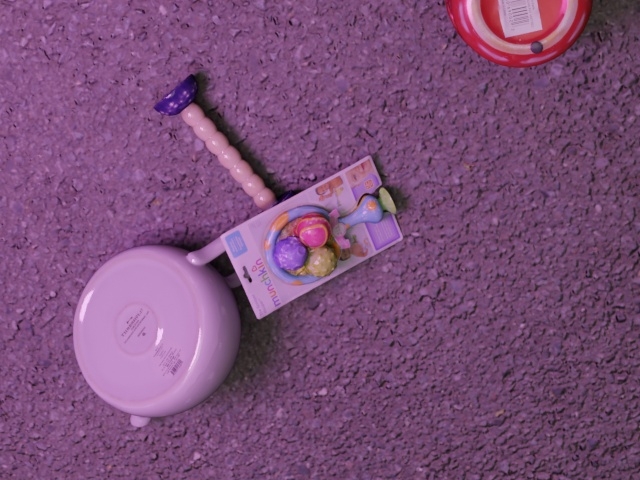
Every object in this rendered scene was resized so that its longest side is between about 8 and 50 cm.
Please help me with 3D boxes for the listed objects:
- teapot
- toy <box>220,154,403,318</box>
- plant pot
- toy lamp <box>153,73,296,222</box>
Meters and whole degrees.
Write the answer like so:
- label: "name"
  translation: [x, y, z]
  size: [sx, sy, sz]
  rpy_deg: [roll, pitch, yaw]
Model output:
- label: "teapot"
  translation: [-0.202, 0.123, 1.770]
  size: [0.256, 0.187, 0.252]
  rpy_deg: [-11, 79, 26]
- label: "toy"
  translation: [0.000, 0.000, 1.715]
  size: [0.237, 0.056, 0.136]
  rpy_deg: [-30, 114, -16]
- label: "plant pot"
  translation: [0.251, -0.310, 1.585]
  size: [0.191, 0.174, 0.191]
  rpy_deg: [1, 108, 3]
- label: "toy lamp"
  translation: [-0.114, -0.099, 1.740]
  size: [0.080, 0.080, 0.274]
  rpy_deg: [-39, 98, 16]
